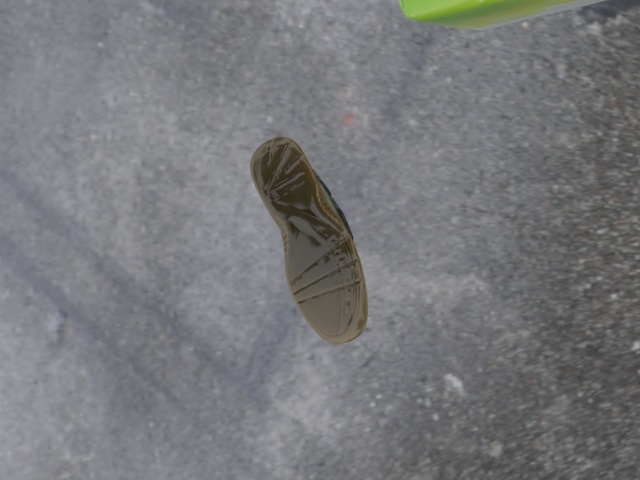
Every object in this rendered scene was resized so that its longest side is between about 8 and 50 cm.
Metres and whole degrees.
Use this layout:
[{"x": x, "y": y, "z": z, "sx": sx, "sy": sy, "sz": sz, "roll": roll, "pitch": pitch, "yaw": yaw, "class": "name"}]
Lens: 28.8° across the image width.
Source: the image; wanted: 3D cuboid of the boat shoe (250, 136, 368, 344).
[{"x": 0.000, "y": 0.000, "z": 0.853, "sx": 0.056, "sy": 0.049, "sz": 0.152, "roll": -25, "pitch": 72, "yaw": 17, "class": "boat shoe"}]

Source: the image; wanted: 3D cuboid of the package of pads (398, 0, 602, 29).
[{"x": 0.212, "y": -0.233, "z": 0.893, "sx": 0.296, "sy": 0.229, "sz": 0.101, "roll": -12, "pitch": 93, "yaw": 19, "class": "package of pads"}]
